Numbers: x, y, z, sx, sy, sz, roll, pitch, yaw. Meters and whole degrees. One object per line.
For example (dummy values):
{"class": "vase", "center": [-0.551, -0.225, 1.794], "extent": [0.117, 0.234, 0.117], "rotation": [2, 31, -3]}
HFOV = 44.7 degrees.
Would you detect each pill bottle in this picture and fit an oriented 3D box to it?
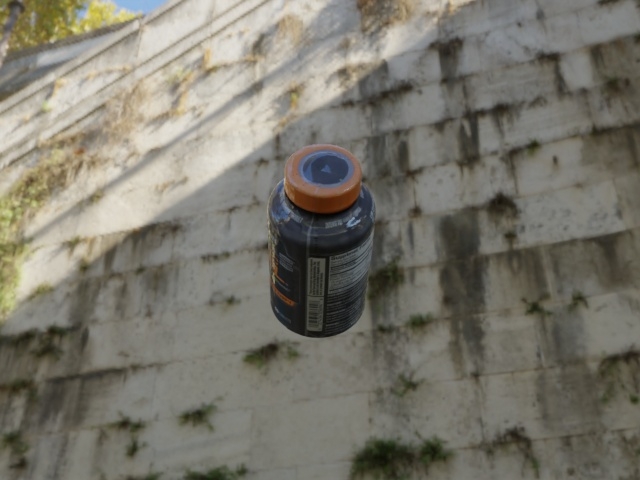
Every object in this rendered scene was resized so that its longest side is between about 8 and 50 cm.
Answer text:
{"class": "pill bottle", "center": [0.000, 0.000, 0.954], "extent": [0.130, 0.131, 0.246], "rotation": [1, -42, -1]}
